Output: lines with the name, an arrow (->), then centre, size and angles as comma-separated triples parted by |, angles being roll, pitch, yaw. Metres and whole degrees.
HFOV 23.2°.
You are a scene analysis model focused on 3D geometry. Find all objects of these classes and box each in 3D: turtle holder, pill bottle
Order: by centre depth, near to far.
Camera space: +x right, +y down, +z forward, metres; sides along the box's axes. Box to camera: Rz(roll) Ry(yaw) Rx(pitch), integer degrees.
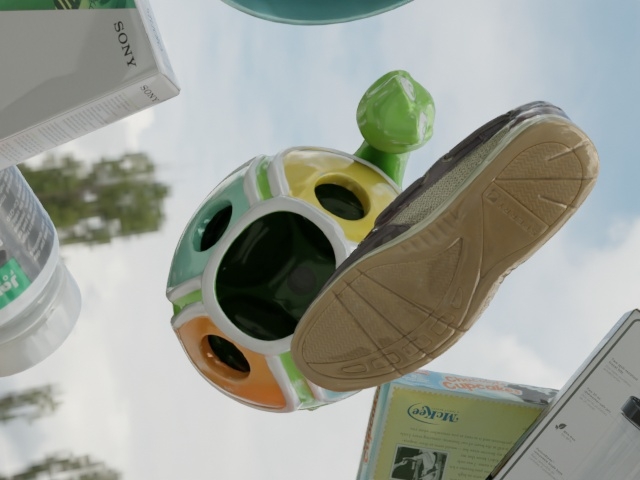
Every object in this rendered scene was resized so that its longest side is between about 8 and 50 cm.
turtle holder -> 0.004, 0.019, 1.455 | 0.243, 0.320, 0.227 | 62, 5, 7
pill bottle -> -0.425, -0.019, 1.783 | 0.204, 0.204, 0.361 | 52, -8, 48

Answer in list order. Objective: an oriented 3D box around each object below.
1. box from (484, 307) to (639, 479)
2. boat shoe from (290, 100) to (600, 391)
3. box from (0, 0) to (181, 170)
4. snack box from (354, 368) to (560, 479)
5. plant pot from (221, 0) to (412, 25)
box -> 0.279, 0.229, 1.535 | 0.169, 0.290, 0.087 | 39, -1, 7
boat shoe -> 0.091, 0.003, 1.198 | 0.285, 0.103, 0.092 | -45, -162, 17
box -> -0.298, -0.165, 1.280 | 0.058, 0.322, 0.232 | 50, 18, -70
snack box -> 0.202, 0.245, 1.635 | 0.060, 0.322, 0.187 | -112, -147, -73
plant pot -> -0.011, -0.332, 1.046 | 0.293, 0.293, 0.235 | 103, -32, -41
